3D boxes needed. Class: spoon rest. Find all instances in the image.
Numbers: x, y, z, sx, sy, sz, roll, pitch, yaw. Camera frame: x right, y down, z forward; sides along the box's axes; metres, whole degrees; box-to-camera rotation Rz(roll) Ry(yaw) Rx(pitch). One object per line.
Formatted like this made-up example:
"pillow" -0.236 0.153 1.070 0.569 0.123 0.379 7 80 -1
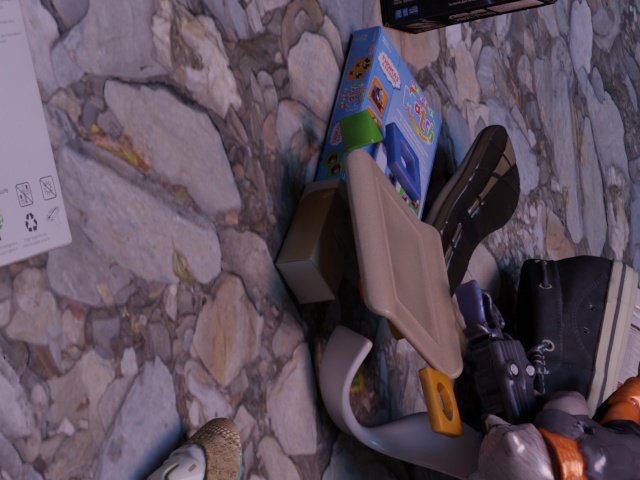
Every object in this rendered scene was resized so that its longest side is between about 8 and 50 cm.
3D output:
"spoon rest" 0.089 0.191 1.774 0.276 0.137 0.084 43 80 -36

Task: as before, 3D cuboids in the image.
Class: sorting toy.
"sorting toy" 0.071 0.030 1.728 0.196 0.047 0.347 42 34 -54

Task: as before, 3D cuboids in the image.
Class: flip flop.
"flip flop" 0.143 -0.028 1.969 0.277 0.080 0.112 -56 137 -32

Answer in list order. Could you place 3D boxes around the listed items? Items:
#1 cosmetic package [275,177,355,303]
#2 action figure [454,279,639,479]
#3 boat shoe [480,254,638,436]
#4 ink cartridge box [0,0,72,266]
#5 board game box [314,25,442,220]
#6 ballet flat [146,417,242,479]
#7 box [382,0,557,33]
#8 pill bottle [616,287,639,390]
"cosmetic package" 0.000 0.000 1.721 0.060 0.041 0.115 58 36 -36
"action figure" 0.267 0.174 1.743 0.330 0.178 0.341 -9 74 -43
"boat shoe" 0.250 0.189 1.999 0.500 0.156 0.187 -67 169 -49
"ink cartridge box" -0.274 -0.139 1.235 0.165 0.065 0.332 -21 102 -61
"board game box" 0.065 -0.095 1.870 0.160 0.039 0.211 53 41 -41
"ballet flat" -0.112 0.223 1.429 0.067 0.073 0.206 37 46 -34
"box" 0.157 -0.318 1.953 0.077 0.180 0.147 1 81 -61
"pill bottle" 0.360 0.163 2.256 0.121 0.121 0.221 60 34 -34
